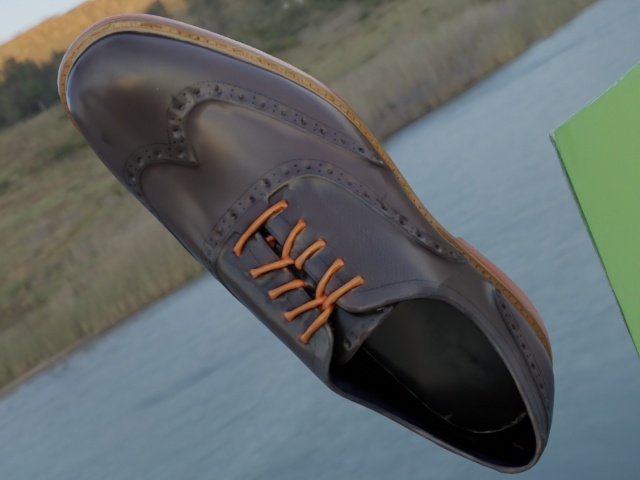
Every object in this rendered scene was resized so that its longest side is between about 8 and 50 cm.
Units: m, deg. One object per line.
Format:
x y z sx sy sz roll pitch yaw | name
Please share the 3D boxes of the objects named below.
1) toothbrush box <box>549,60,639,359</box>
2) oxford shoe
0.235 -0.040 0.294 0.206 0.122 0.283 6 -33 -37 | toothbrush box
0.000 0.000 0.530 0.097 0.271 0.098 -52 9 15 | oxford shoe
